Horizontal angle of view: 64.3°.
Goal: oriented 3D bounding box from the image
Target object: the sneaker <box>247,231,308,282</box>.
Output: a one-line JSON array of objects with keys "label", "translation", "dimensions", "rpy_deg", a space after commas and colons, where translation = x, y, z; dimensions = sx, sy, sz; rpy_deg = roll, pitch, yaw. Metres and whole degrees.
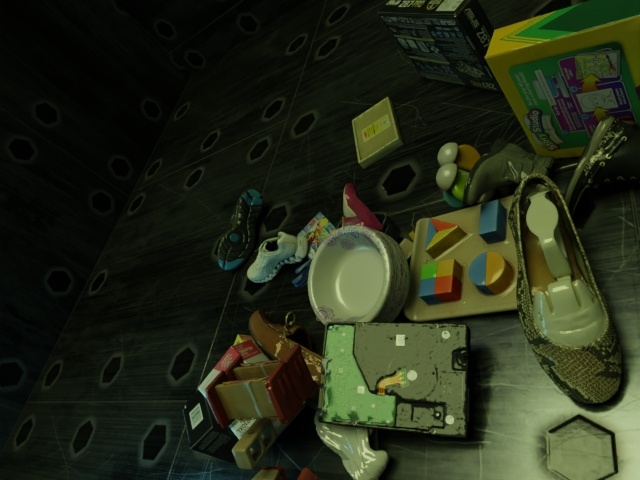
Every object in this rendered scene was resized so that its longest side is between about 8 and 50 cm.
[{"label": "sneaker", "translation": [-0.173, 0.053, 1.744], "dimensions": [0.292, 0.118, 0.110], "rpy_deg": [-35, 46, 37]}]

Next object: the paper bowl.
[{"label": "paper bowl", "translation": [0.112, 0.110, 1.365], "dimensions": [0.284, 0.148, 0.285], "rpy_deg": [-15, 68, 40]}]

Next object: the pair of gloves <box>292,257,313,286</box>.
[{"label": "pair of gloves", "translation": [0.007, 0.087, 1.504], "dimensions": [0.159, 0.198, 0.023], "rpy_deg": [-51, 56, 16]}]

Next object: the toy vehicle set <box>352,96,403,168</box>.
[{"label": "toy vehicle set", "translation": [0.202, -0.394, 1.844], "dimensions": [0.165, 0.035, 0.267], "rpy_deg": [-29, 41, 25]}]

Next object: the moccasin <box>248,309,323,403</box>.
[{"label": "moccasin", "translation": [-0.079, 0.295, 1.441], "dimensions": [0.147, 0.139, 0.380], "rpy_deg": [-52, 37, -5]}]

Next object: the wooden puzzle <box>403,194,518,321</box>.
[{"label": "wooden puzzle", "translation": [0.371, 0.031, 1.264], "dimensions": [0.347, 0.080, 0.323], "rpy_deg": [-13, 50, 38]}]

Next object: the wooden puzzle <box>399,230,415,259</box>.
[{"label": "wooden puzzle", "translation": [0.241, 0.030, 1.453], "dimensions": [0.116, 0.014, 0.078], "rpy_deg": [-46, 33, 5]}]

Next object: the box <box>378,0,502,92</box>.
[{"label": "box", "translation": [0.396, -0.631, 1.620], "dimensions": [0.097, 0.318, 0.395], "rpy_deg": [-49, 36, -1]}]

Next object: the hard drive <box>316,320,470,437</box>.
[{"label": "hard drive", "translation": [0.163, 0.305, 1.148], "dimensions": [0.338, 0.064, 0.237], "rpy_deg": [-4, 67, 24]}]

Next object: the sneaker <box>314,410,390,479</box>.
[{"label": "sneaker", "translation": [0.079, 0.463, 1.192], "dimensions": [0.115, 0.090, 0.232], "rpy_deg": [-47, 45, -7]}]

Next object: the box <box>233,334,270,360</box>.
[{"label": "box", "translation": [-0.181, 0.366, 1.519], "dimensions": [0.232, 0.087, 0.058], "rpy_deg": [36, 106, 55]}]

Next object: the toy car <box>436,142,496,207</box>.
[{"label": "toy car", "translation": [0.384, -0.168, 1.394], "dimensions": [0.136, 0.159, 0.182], "rpy_deg": [121, 164, -56]}]

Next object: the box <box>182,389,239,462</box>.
[{"label": "box", "translation": [-0.294, 0.522, 1.444], "dimensions": [0.093, 0.158, 0.156], "rpy_deg": [-45, 37, 6]}]

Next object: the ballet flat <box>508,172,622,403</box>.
[{"label": "ballet flat", "translation": [0.464, 0.064, 1.012], "dimensions": [0.163, 0.182, 0.484], "rpy_deg": [-13, 54, 19]}]

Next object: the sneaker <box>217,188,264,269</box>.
[{"label": "sneaker", "translation": [-0.316, -0.032, 2.017], "dimensions": [0.139, 0.124, 0.341], "rpy_deg": [-35, 32, 64]}]

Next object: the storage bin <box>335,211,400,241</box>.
[{"label": "storage bin", "translation": [0.135, -0.014, 1.540], "dimensions": [0.180, 0.084, 0.122], "rpy_deg": [5, 62, 48]}]

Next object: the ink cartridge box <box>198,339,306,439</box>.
[{"label": "ink cartridge box", "translation": [-0.183, 0.415, 1.358], "dimensions": [0.237, 0.100, 0.172], "rpy_deg": [44, 108, 18]}]

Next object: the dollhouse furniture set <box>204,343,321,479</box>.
[{"label": "dollhouse furniture set", "translation": [-0.094, 0.455, 1.194], "dimensions": [0.201, 0.375, 0.152], "rpy_deg": [-14, 12, 31]}]

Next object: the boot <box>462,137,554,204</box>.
[{"label": "boot", "translation": [0.467, -0.156, 1.250], "dimensions": [0.161, 0.084, 0.246], "rpy_deg": [28, 59, 28]}]

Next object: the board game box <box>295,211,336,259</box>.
[{"label": "board game box", "translation": [0.000, 0.000, 1.706], "dimensions": [0.136, 0.035, 0.201], "rpy_deg": [-46, 37, 5]}]

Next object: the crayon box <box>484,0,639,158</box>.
[{"label": "crayon box", "translation": [0.591, -0.344, 1.131], "dimensions": [0.312, 0.363, 0.106], "rpy_deg": [2, 58, 46]}]

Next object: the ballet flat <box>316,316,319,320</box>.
[{"label": "ballet flat", "translation": [0.017, 0.188, 1.521], "dimensions": [0.114, 0.041, 0.041], "rpy_deg": [-51, 37, -2]}]

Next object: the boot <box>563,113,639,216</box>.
[{"label": "boot", "translation": [0.649, -0.135, 1.107], "dimensions": [0.178, 0.085, 0.237], "rpy_deg": [26, 115, 23]}]

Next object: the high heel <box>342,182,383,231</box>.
[{"label": "high heel", "translation": [0.125, -0.097, 1.517], "dimensions": [0.117, 0.082, 0.244], "rpy_deg": [1, 33, 4]}]
